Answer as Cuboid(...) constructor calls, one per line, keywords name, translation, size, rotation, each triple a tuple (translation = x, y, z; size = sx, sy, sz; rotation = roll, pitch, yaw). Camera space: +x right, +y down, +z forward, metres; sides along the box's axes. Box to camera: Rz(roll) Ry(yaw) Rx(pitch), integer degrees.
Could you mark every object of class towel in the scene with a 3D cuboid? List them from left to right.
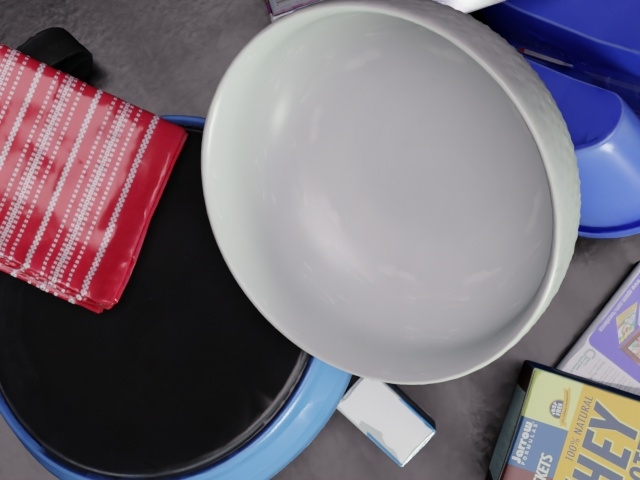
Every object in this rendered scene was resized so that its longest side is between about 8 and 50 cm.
Cuboid(name="towel", translation=(-0.282, -0.072, 1.648), size=(0.274, 0.031, 0.199), rotation=(24, 79, -5))

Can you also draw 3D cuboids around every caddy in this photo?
Cuboid(name="caddy", translation=(0.239, -0.144, 1.653), size=(0.341, 0.179, 0.241), rotation=(31, 81, 43))

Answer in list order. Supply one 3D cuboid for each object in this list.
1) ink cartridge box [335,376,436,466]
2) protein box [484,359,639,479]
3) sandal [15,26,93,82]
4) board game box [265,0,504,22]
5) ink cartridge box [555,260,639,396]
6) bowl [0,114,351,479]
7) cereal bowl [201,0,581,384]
Cuboid(name="ink cartridge box", translation=(0.065, 0.170, 1.714), size=(0.088, 0.122, 0.052), rotation=(43, 92, 4))
Cuboid(name="protein box", translation=(0.267, 0.206, 1.623), size=(0.199, 0.201, 0.136), rotation=(18, 90, 5))
Cuboid(name="sandal", translation=(-0.381, -0.025, 1.715), size=(0.446, 0.167, 0.107), rotation=(-44, 82, -2))
Cuboid(name="board game box", translation=(0.085, -0.314, 1.669), size=(0.318, 0.319, 0.066), rotation=(-18, 129, 2))
Cuboid(name="ink cartridge box", translation=(0.338, 0.161, 1.744), size=(0.208, 0.045, 0.206), rotation=(38, 89, 5))
Cuboid(name="bowl", translation=(-0.154, 0.064, 1.691), size=(0.391, 0.077, 0.391), rotation=(-4, 75, 16))
Cuboid(name="cereal bowl", translation=(0.073, -0.054, 1.515), size=(0.339, 0.141, 0.339), rotation=(10, 112, 26))
